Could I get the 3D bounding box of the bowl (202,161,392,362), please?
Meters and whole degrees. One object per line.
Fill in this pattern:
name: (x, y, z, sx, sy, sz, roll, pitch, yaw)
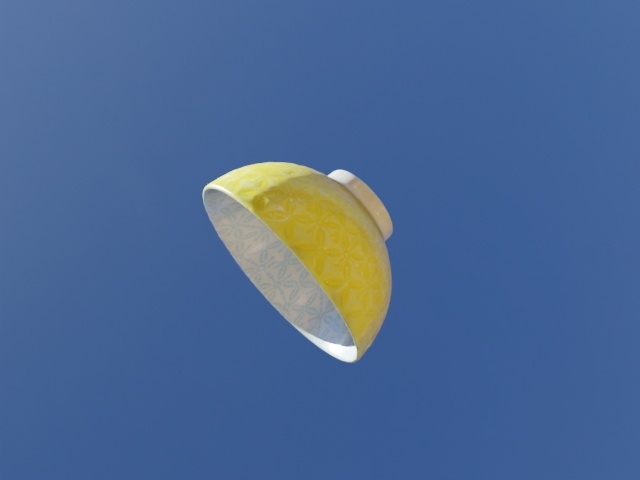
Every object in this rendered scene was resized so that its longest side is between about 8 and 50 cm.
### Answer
bowl: (0.000, 0.000, 0.944, 0.156, 0.289, 0.289, -41, -74, -18)
